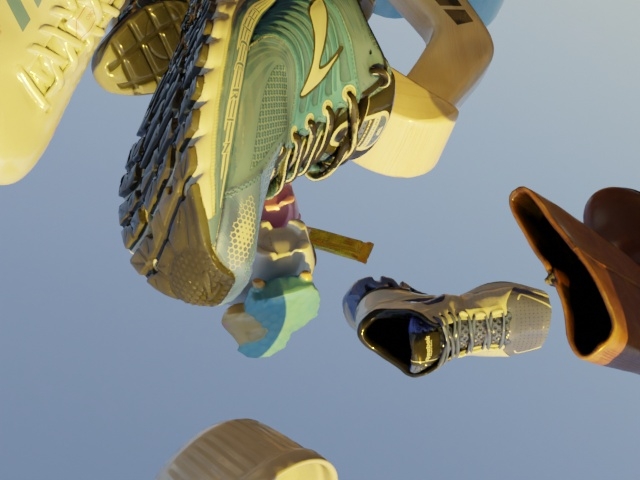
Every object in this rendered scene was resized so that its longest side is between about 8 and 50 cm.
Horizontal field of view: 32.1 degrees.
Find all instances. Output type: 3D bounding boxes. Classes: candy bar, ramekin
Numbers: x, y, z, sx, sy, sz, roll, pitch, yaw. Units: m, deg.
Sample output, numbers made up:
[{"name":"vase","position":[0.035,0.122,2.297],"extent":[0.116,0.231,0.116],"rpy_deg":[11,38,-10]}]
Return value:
[{"name":"candy bar","position":[0.000,0.000,1.665],"extent":[0.162,0.018,0.040],"rpy_deg":[14,-124,20]},{"name":"ramekin","position":[-0.090,0.281,1.147],"extent":[0.109,0.207,0.207],"rpy_deg":[34,-155,32]}]

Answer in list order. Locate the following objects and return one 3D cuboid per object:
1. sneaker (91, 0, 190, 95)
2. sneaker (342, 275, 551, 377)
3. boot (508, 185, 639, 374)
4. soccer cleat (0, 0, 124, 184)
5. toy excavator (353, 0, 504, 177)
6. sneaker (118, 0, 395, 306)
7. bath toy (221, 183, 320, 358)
[{"name":"sneaker","position":[-0.175,-0.252,1.269],"extent":[0.106,0.101,0.267],"rpy_deg":[11,-135,37]},{"name":"sneaker","position":[0.189,0.142,1.667],"extent":[0.316,0.127,0.182],"rpy_deg":[3,-162,0]},{"name":"boot","position":[0.234,0.020,0.930],"extent":[0.280,0.096,0.264],"rpy_deg":[23,-138,-42]},{"name":"soccer cleat","position":[-0.264,-0.216,1.095],"extent":[0.143,0.331,0.116],"rpy_deg":[-1,162,30]},{"name":"toy excavator","position":[0.119,-0.293,1.212],"extent":[0.433,0.222,0.445],"rpy_deg":[-18,-123,-30]},{"name":"sneaker","position":[-0.020,-0.089,0.685],"extent":[0.147,0.130,0.330],"rpy_deg":[27,-134,-14]},{"name":"bath toy","position":[-0.088,-0.008,1.524],"extent":[0.152,0.129,0.348],"rpy_deg":[-4,-136,-5]}]
